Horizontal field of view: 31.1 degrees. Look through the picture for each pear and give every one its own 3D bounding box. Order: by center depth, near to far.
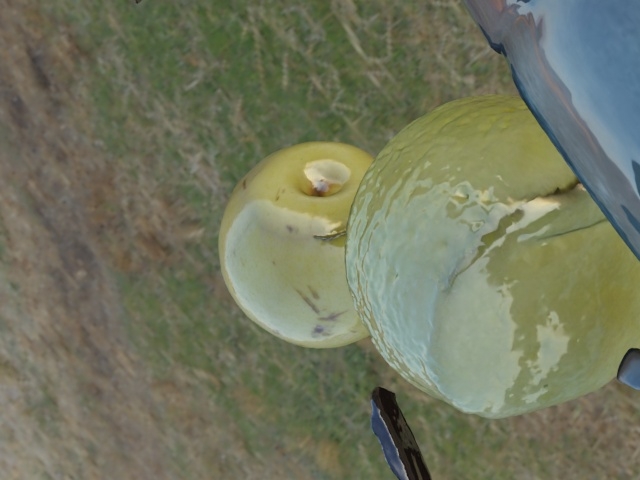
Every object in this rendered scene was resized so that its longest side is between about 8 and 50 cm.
[{"bbox_3d":[0.000,0.000,1.650,0.309,0.309,0.309,28,141,25],"label":"pear"}]

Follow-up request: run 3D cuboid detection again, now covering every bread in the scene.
[{"bbox_3d":[0.185,0.009,1.134,0.237,0.321,0.320,48,162,60],"label":"bread"}]

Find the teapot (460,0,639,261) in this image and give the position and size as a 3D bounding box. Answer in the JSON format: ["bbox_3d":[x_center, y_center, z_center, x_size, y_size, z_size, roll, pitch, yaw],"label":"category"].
[{"bbox_3d":[0.197,-0.033,0.308,0.233,0.315,0.312,-32,86,13],"label":"teapot"}]

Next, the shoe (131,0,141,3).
[{"bbox_3d":[-0.103,-0.239,0.797,0.049,0.071,0.179,19,135,2],"label":"shoe"}]

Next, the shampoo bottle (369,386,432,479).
[{"bbox_3d":[-0.046,0.196,0.571,0.284,0.071,0.153,-41,75,12],"label":"shampoo bottle"}]

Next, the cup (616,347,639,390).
[{"bbox_3d":[0.313,0.131,0.795,0.223,0.169,0.176,21,-177,-26],"label":"cup"}]
